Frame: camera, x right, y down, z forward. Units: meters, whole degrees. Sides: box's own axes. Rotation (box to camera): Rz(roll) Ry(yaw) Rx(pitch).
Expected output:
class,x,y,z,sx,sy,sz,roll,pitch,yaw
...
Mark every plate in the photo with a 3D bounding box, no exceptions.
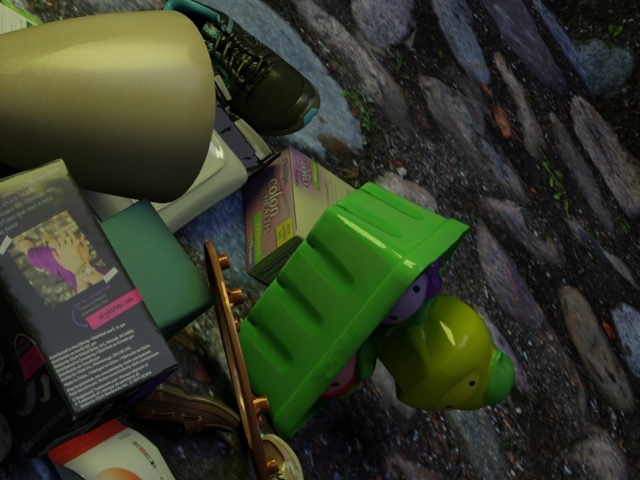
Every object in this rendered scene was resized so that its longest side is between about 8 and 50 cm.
class,x,y,z,sx,sy,sz,roll,pitch,yaw
plate,-0.262,-0.147,2.062,0.277,0.045,0.278,53,48,-2

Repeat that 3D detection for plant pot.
class,x,y,z,sx,sy,sz,roll,pitch,yaw
plant pot,-0.287,0.085,1.737,0.165,0.166,0.234,55,36,3
plant pot,-0.317,-0.175,1.766,0.274,0.256,0.256,-1,57,-37

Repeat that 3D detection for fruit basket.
class,x,y,z,sx,sy,sz,roll,pitch,yaw
fruit basket,0.106,0.144,2.032,0.392,0.392,0.283,54,28,1

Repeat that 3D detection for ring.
class,x,y,z,sx,sy,sz,roll,pitch,yaw
ring,-0.102,0.163,1.829,0.336,0.032,0.336,166,-90,-83

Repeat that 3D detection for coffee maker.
class,x,y,z,sx,sy,sz,roll,pitch,yaw
coffee maker,-0.175,-0.161,2.216,0.178,0.120,0.171,52,29,-1

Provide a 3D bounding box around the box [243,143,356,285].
class,x,y,z,sx,sy,sz,roll,pitch,yaw
box,0.000,0.000,2.298,0.243,0.117,0.213,33,34,-34

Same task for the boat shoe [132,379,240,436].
class,x,y,z,sx,sy,sz,roll,pitch,yaw
boat shoe,-0.182,0.230,1.843,0.178,0.064,0.060,28,70,-42

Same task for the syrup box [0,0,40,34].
class,x,y,z,sx,sy,sz,roll,pitch,yaw
syrup box,-0.506,-0.299,1.905,0.237,0.096,0.093,29,37,-39

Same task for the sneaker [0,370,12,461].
class,x,y,z,sx,sy,sz,roll,pitch,yaw
sneaker,-0.386,0.189,1.453,0.115,0.090,0.232,-73,160,-46

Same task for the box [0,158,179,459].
class,x,y,z,sx,sy,sz,roll,pitch,yaw
box,-0.301,0.076,1.526,0.143,0.165,0.270,-24,79,-36

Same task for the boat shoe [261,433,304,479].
class,x,y,z,sx,sy,sz,roll,pitch,yaw
boat shoe,-0.051,0.331,1.922,0.135,0.050,0.045,60,24,12

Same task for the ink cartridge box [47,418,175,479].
class,x,y,z,sx,sy,sz,roll,pitch,yaw
ink cartridge box,-0.256,0.261,1.687,0.179,0.045,0.145,63,28,1

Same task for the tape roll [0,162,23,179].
class,x,y,z,sx,sy,sz,roll,pitch,yaw
tape roll,-0.465,-0.122,1.784,0.189,0.080,0.189,36,34,-28

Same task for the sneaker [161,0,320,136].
class,x,y,z,sx,sy,sz,roll,pitch,yaw
sneaker,-0.142,-0.287,2.293,0.341,0.125,0.139,36,-8,33
